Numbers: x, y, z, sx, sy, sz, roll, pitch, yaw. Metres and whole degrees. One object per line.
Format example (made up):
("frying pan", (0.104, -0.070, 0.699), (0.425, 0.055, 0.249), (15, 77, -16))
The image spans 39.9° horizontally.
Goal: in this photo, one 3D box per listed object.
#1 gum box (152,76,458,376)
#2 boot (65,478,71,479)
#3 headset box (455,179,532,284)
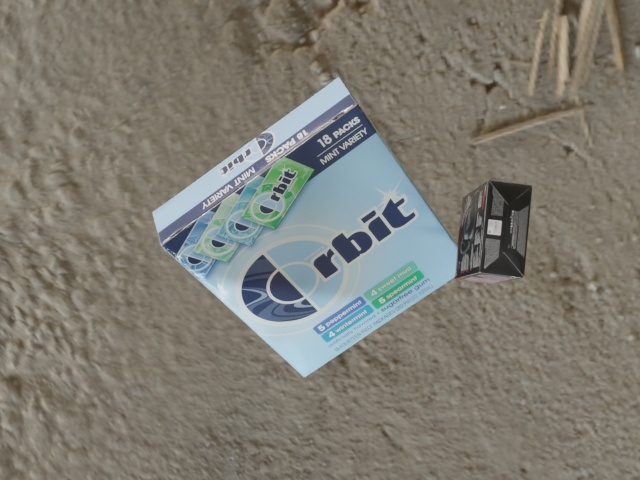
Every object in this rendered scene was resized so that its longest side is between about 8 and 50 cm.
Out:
("gum box", (0.000, 0.000, 0.629), (0.157, 0.041, 0.184), (-35, 132, 8))
("boot", (-0.065, 0.219, 0.541), (0.206, 0.248, 0.090), (31, 67, 6))
("headset box", (0.117, -0.003, 0.609), (0.032, 0.083, 0.062), (7, 83, -2))
